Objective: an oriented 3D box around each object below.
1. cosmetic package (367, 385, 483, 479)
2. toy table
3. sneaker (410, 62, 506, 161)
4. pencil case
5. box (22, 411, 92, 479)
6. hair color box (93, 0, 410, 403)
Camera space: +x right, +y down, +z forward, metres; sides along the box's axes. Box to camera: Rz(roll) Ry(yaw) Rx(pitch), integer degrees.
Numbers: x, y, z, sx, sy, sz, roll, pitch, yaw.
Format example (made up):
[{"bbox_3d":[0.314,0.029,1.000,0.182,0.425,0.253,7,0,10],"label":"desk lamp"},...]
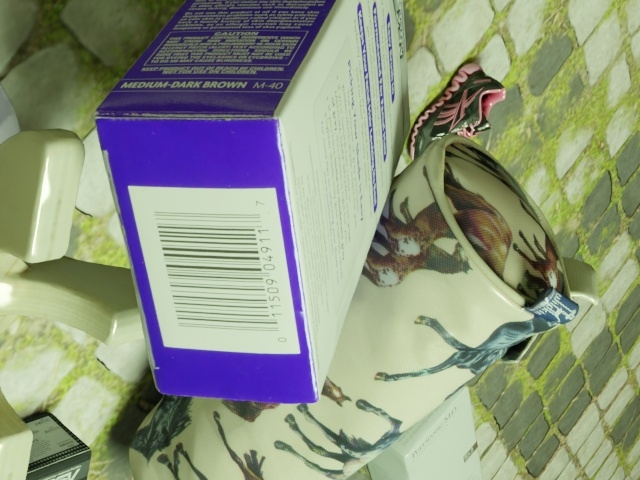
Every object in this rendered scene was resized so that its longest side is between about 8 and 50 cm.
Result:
[{"bbox_3d":[0.121,0.253,1.411,0.117,0.085,0.231,-44,146,-21],"label":"cosmetic package"},{"bbox_3d":[-0.218,0.032,0.711,0.252,0.161,0.274,-25,134,-41],"label":"toy table"},{"bbox_3d":[0.134,-0.114,1.147,0.119,0.057,0.047,-54,149,-4],"label":"sneaker"},{"bbox_3d":[0.020,0.107,0.961,0.410,0.183,0.160,-43,-165,27],"label":"pencil case"},{"bbox_3d":[-0.306,0.264,0.878,0.270,0.060,0.216,-16,130,-46],"label":"box"},{"bbox_3d":[-0.022,-0.076,0.760,0.339,0.110,0.185,-66,154,-54],"label":"hair color box"}]
